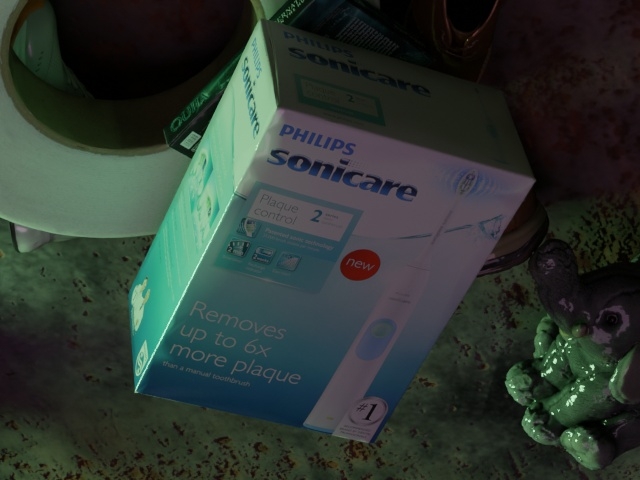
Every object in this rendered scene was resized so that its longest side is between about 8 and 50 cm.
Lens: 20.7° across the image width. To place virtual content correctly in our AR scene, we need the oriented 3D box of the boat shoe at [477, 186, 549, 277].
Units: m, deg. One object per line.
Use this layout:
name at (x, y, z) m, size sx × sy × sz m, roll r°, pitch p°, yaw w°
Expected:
boat shoe at (0.033, -0.026, 1.539) m, size 0.324 × 0.122 × 0.120 m, roll -11°, pitch 116°, yaw 13°

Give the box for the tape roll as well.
tape roll at (-0.146, -0.166, 1.367) m, size 0.392 × 0.072 × 0.392 m, roll -9°, pitch 134°, yaw -9°

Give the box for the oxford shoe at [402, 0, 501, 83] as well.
oxford shoe at (0.106, -0.171, 1.401) m, size 0.076 × 0.076 × 0.212 m, roll 7°, pitch 137°, yaw -2°

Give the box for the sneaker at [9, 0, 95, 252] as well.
sneaker at (-0.218, -0.107, 1.520) m, size 0.121 × 0.099 × 0.262 m, roll -7°, pitch 135°, yaw -11°

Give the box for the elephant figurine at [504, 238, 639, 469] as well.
elephant figurine at (0.271, 0.083, 1.564) m, size 0.169 × 0.186 × 0.239 m, roll 36°, pitch 140°, yaw 18°

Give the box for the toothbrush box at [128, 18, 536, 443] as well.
toothbrush box at (0.000, 0.000, 1.380) m, size 0.216 × 0.126 × 0.295 m, roll 15°, pitch 124°, yaw -21°

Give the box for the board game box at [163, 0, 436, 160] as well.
board game box at (-0.017, -0.115, 1.385) m, size 0.126 × 0.026 × 0.186 m, roll 29°, pitch 119°, yaw -37°
